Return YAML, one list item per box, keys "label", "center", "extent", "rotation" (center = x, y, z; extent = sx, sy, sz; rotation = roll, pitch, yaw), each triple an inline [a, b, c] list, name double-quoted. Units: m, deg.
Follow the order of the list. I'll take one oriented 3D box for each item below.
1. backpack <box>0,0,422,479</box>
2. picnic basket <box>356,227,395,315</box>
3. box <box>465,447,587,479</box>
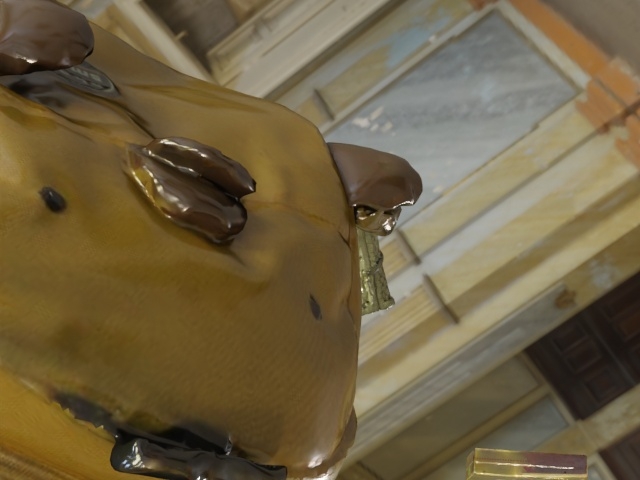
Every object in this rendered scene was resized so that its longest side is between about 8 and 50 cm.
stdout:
- label: "backpack"
  center: [-0.111, 0.007, 0.492]
  extent: [0.354, 0.201, 0.378]
  rotation: [20, -149, -35]
- label: "picnic basket"
  center: [0.000, 0.000, 1.133]
  extent: [0.134, 0.154, 0.196]
  rotation: [176, 82, -67]
- label: "box"
  center: [0.173, 0.197, 0.777]
  extent: [0.133, 0.090, 0.023]
  rotation: [69, -158, -71]
